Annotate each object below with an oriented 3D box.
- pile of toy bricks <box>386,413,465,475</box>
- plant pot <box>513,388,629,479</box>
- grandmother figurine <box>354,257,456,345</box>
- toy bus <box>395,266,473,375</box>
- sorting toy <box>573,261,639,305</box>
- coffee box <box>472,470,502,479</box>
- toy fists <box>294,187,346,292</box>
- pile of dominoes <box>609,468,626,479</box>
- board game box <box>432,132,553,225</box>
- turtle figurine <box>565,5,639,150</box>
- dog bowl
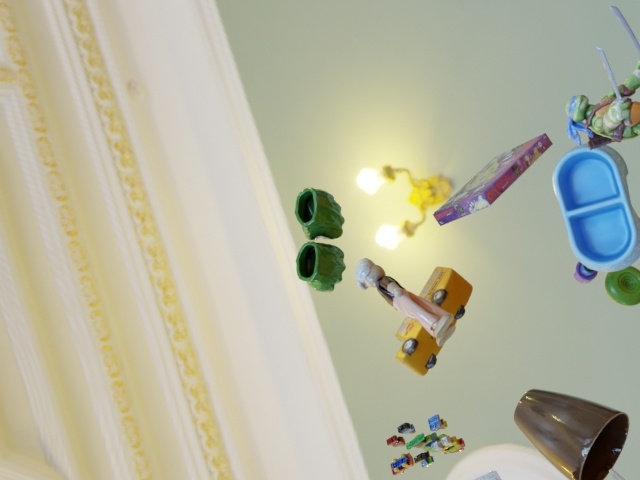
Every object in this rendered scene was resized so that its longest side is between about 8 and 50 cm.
[{"bbox_3d":[0.271,0.511,1.938,0.105,0.212,0.118,22,-138,-35],"label":"pile of toy bricks"},{"bbox_3d":[0.609,0.473,1.938,0.215,0.230,0.215,-22,-56,-37],"label":"plant pot"},{"bbox_3d":[0.232,0.165,2.225,0.104,0.342,0.207,-42,-31,-18],"label":"grandmother figurine"},{"bbox_3d":[0.338,0.245,2.379,0.108,0.130,0.332,39,-105,-24],"label":"toy bus"},{"bbox_3d":[0.929,0.120,2.237,0.126,0.366,0.127,91,-161,-68],"label":"sorting toy"},{"bbox_3d":[0.352,0.781,1.698,0.338,0.338,0.334,59,-177,-44],"label":"coffee box"},{"bbox_3d":[0.000,0.000,2.037,0.142,0.096,0.279,20,-118,-48],"label":"toy fists"},{"bbox_3d":[0.691,0.556,1.505,0.196,0.040,0.251,51,175,-40],"label":"pile of dominoes"},{"bbox_3d":[0.483,-0.171,2.167,0.347,0.208,0.056,-40,-78,-35],"label":"board game box"},{"bbox_3d":[0.614,-0.272,1.450,0.198,0.266,0.274,-37,-34,-66],"label":"turtle figurine"},{"bbox_3d":[0.612,-0.074,1.717,0.074,0.166,0.297,-2,-104,-63],"label":"dog bowl"}]
